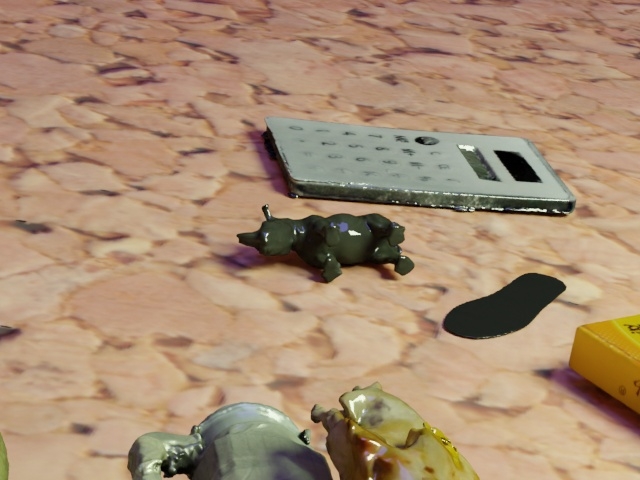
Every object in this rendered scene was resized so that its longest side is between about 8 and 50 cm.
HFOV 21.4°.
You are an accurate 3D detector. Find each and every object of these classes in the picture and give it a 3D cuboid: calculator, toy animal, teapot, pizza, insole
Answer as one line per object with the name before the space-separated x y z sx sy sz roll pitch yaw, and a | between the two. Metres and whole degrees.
calculator | 0.087 -0.066 1.496 0.262 0.021 0.161 3 23 -13
toy animal | 0.000 0.000 1.275 0.136 0.047 0.065 -2 20 -22
teapot | -0.040 0.155 0.837 0.107 0.077 0.200 12 22 -16
pizza | 0.073 0.165 0.770 0.189 0.071 0.297 38 11 -26
insole | 0.139 0.048 1.266 0.053 0.002 0.153 20 25 25

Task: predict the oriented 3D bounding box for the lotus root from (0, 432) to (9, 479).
lotus root | -0.202 0.123 0.846 0.090 0.077 0.183 -8 22 5

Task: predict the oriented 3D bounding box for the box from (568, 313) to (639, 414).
box | 0.320 0.089 1.180 0.269 0.043 0.152 -8 27 -35
